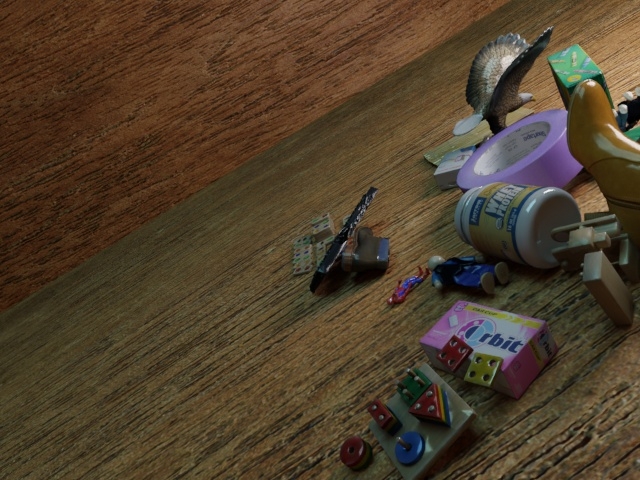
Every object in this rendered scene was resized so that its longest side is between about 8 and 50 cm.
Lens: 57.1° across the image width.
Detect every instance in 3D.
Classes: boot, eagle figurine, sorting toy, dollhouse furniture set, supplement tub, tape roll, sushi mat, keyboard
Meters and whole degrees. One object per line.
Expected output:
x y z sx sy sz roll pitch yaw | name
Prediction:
0.126 0.024 1.413 0.106 0.082 0.219 5 24 16 | boot
0.512 -0.126 0.936 0.104 0.295 0.211 -12 7 -21 | boot
0.480 -0.394 1.530 0.226 0.299 0.225 10 21 32 | eagle figurine
0.138 0.244 0.842 0.274 0.046 0.132 -48 29 1 | sorting toy
0.402 0.049 0.908 0.123 0.144 0.151 -17 40 43 | dollhouse furniture set
0.361 -0.033 1.097 0.144 0.144 0.199 -38 23 -16 | supplement tub
0.442 -0.171 1.302 0.274 0.090 0.275 -35 17 13 | tape roll
0.456 -0.309 1.727 0.316 0.019 0.151 -29 23 6 | sushi mat
0.065 -0.024 1.447 0.317 0.033 0.201 -58 -1 -37 | keyboard

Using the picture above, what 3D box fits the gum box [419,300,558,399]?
0.255 0.164 0.924 0.107 0.062 0.188 -41 25 -22 | gum box

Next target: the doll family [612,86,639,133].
0.679 -0.262 1.234 0.192 0.111 0.076 -9 63 20 | doll family

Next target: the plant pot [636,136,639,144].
0.650 -0.170 0.974 0.230 0.215 0.215 -34 17 33 | plant pot

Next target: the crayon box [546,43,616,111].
0.623 -0.346 1.397 0.081 0.165 0.278 -22 24 22 | crayon box

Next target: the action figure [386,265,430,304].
0.178 0.095 1.221 0.115 0.030 0.038 -43 30 -22 | action figure

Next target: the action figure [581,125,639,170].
0.627 -0.189 1.196 0.232 0.063 0.137 -15 27 50 | action figure

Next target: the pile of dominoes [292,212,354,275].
0.000 0.000 1.633 0.195 0.040 0.251 -27 22 11 | pile of dominoes

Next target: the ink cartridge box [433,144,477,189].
0.363 -0.193 1.557 0.088 0.052 0.122 -13 30 38 | ink cartridge box

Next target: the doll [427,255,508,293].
0.277 0.059 1.142 0.129 0.046 0.189 -30 18 -23 | doll
